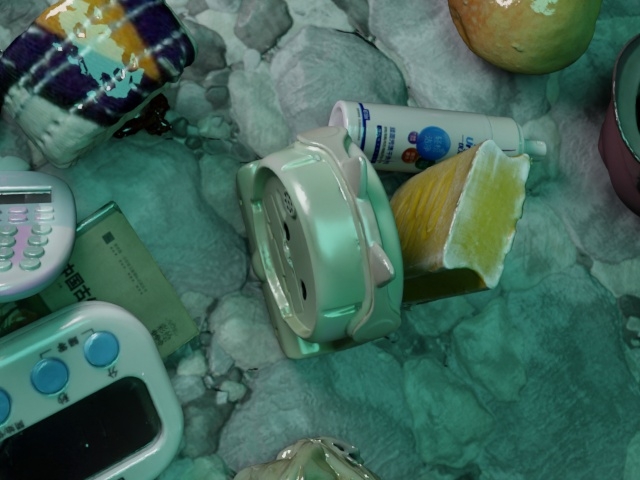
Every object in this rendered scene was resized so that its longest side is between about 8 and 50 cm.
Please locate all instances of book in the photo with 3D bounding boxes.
[{"bbox_3d":[-0.307,0.113,1.235,0.282,0.025,0.215,-38,120,-16],"label":"book"}]

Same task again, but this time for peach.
[{"bbox_3d":[0.271,-0.341,1.425,0.232,0.232,0.233,2,81,-16],"label":"peach"}]

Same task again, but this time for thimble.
[{"bbox_3d":[-0.255,-0.202,1.196,0.237,0.237,0.150,-43,99,-18],"label":"thimble"}]

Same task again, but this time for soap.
[{"bbox_3d":[0.155,-0.013,1.301,0.089,0.274,0.174,24,76,-13],"label":"soap"}]

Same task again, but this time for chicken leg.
[{"bbox_3d":[-0.284,-0.196,1.319,0.219,0.048,0.089,31,72,-10],"label":"chicken leg"}]

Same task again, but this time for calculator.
[{"bbox_3d":[-0.369,-0.019,1.172,0.185,0.299,0.041,-3,122,-14],"label":"calculator"}]

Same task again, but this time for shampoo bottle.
[{"bbox_3d":[0.165,-0.133,1.419,0.303,0.092,0.092,4,81,-16],"label":"shampoo bottle"}]

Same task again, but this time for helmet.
[{"bbox_3d":[0.517,-0.127,1.467,0.338,0.197,0.271,28,66,-3],"label":"helmet"}]

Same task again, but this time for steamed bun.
[{"bbox_3d":[-0.004,0.346,1.268,0.218,0.144,0.211,41,72,-8],"label":"steamed bun"}]

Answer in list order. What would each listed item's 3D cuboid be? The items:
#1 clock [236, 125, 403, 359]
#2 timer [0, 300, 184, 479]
[{"bbox_3d":[0.000,0.000,1.229,0.108,0.324,0.265,-13,84,-18],"label":"clock"},{"bbox_3d":[-0.300,0.205,1.199,0.262,0.087,0.237,-27,115,-20],"label":"timer"}]
